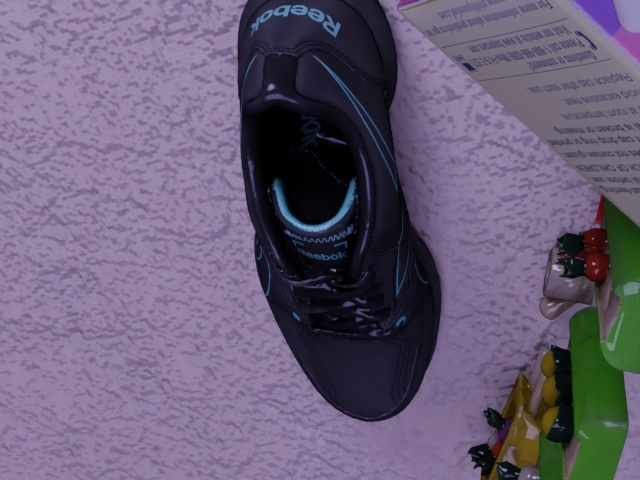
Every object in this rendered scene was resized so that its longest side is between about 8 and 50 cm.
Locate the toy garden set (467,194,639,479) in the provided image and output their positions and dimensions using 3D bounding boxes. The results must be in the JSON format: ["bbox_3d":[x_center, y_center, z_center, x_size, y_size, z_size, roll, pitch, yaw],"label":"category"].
[{"bbox_3d":[0.111,0.080,0.713,0.049,0.204,0.244,11,115,3],"label":"toy garden set"}]

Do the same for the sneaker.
[{"bbox_3d":[0.000,0.000,0.725,0.101,0.106,0.267,-5,124,12],"label":"sneaker"}]

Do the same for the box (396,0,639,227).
[{"bbox_3d":[0.196,-0.099,0.548,0.243,0.117,0.213,39,80,-17],"label":"box"}]
